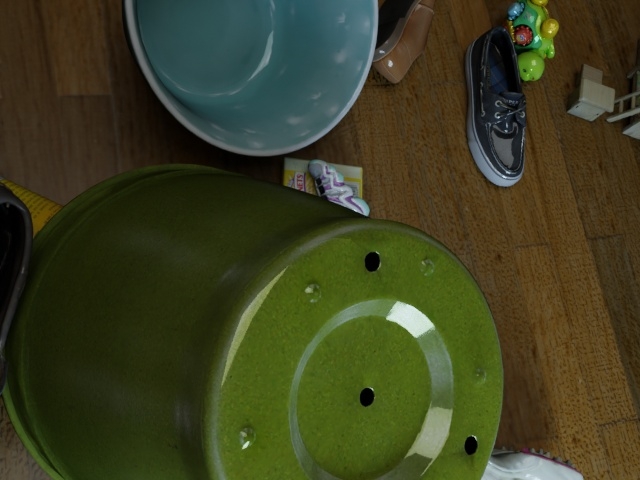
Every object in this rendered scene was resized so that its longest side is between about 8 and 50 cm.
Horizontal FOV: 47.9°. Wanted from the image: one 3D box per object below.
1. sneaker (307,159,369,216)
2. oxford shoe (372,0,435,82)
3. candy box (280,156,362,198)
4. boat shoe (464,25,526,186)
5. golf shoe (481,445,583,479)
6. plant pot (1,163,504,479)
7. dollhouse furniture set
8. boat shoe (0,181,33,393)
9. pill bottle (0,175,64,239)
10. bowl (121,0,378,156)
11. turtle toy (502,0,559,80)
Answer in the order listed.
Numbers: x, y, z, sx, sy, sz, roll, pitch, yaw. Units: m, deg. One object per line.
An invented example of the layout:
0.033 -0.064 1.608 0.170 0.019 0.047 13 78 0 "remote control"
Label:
0.007 -0.047 0.874 0.098 0.038 0.069 45 65 1 "sneaker"
0.126 -0.306 1.015 0.076 0.076 0.212 47 61 -31 "oxford shoe"
0.000 0.000 0.894 0.105 0.027 0.206 6 71 -12 "candy box"
0.253 -0.192 1.000 0.080 0.076 0.228 4 72 -15 "boat shoe"
0.151 0.282 0.807 0.306 0.115 0.140 18 73 -9 "golf shoe"
-0.052 0.105 0.610 0.366 0.353 0.366 -1 91 -31 "plant pot"
0.468 -0.265 1.072 0.161 0.101 0.182 17 69 -11 "dollhouse furniture set"
-0.335 0.107 0.585 0.132 0.130 0.355 22 77 -47 "boat shoe"
-0.305 0.011 0.752 0.208 0.117 0.117 27 68 -7 "pill bottle"
-0.103 -0.258 0.836 0.311 0.163 0.311 -8 103 -34 "bowl"
0.301 -0.294 1.046 0.066 0.095 0.130 -13 76 3 "turtle toy"
